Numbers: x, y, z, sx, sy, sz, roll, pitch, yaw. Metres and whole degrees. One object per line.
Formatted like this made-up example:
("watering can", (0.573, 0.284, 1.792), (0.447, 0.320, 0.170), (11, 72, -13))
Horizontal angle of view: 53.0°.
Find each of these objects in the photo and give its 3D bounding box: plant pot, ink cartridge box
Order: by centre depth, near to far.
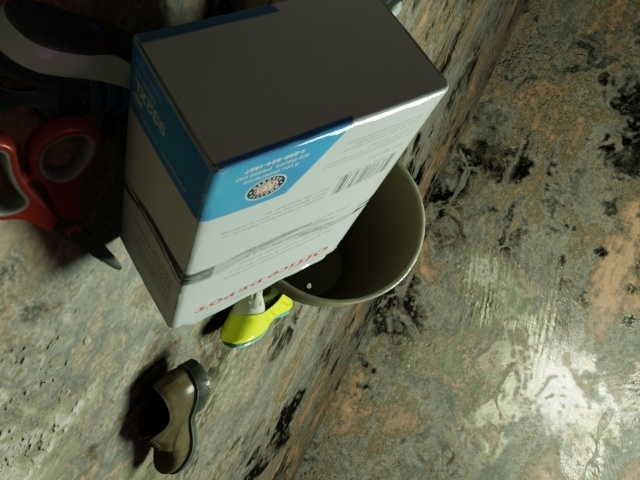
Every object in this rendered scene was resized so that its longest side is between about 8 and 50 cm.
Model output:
("ink cartridge box", (-0.057, -0.064, 0.606), (0.223, 0.129, 0.307), (-26, 163, -29))
("plant pot", (0.000, 0.000, 1.018), (0.256, 0.256, 0.274), (-59, 180, -19))

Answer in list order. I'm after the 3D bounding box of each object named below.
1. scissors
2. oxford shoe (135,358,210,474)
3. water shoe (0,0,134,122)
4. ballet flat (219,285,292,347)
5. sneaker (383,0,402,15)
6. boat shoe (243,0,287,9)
("scissors", (-0.237, -0.016, 0.569), (0.109, 0.021, 0.297), (-27, 164, -23))
("oxford shoe", (-0.235, 0.275, 0.954), (0.096, 0.083, 0.227), (-21, 136, -42))
("water shoe", (-0.191, -0.129, 0.502), (0.080, 0.073, 0.203), (-40, 171, 15))
("ballet flat", (-0.111, 0.114, 1.109), (0.231, 0.077, 0.077), (-28, 120, -69))
("sneaker", (0.100, -0.372, 0.832), (0.153, 0.101, 0.268), (-45, -172, 30))
("boat shoe", (-0.040, -0.254, 0.684), (0.109, 0.098, 0.302), (-59, 173, -63))
